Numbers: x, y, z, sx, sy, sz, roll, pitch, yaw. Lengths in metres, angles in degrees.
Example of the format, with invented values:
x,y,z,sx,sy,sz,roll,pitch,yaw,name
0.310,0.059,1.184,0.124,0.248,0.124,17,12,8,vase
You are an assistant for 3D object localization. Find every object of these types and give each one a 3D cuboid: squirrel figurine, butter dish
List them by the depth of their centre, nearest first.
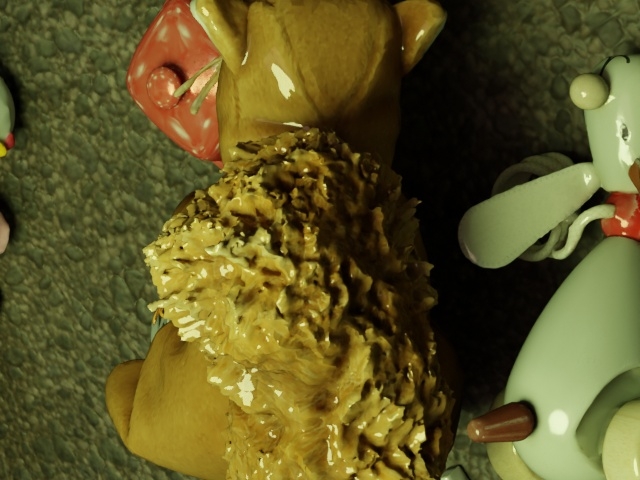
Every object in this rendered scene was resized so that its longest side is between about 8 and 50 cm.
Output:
x,y,z,sx,sy,sz,roll,pitch,yaw,name
0.000,0.000,1.131,0.281,0.397,0.371,5,103,-9,squirrel figurine
-0.101,-0.137,1.312,0.160,0.118,0.160,43,121,12,butter dish

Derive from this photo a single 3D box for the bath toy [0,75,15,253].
x,y,z,sx,sy,sz,roll,pitch,yaw,name
-0.370,-0.005,1.509,0.151,0.129,0.348,16,119,-12,bath toy

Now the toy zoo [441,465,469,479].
x,y,z,sx,sy,sz,roll,pitch,yaw,name
0.075,0.315,1.407,0.293,0.030,0.192,-21,95,34,toy zoo

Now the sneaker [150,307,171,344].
x,y,z,sx,sy,sz,roll,pitch,yaw,name
-0.111,0.074,1.410,0.083,0.084,0.215,32,120,24,sneaker

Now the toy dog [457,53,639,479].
x,y,z,sx,sy,sz,roll,pitch,yaw,name
0.170,0.033,1.087,0.220,0.161,0.334,-33,55,43,toy dog
